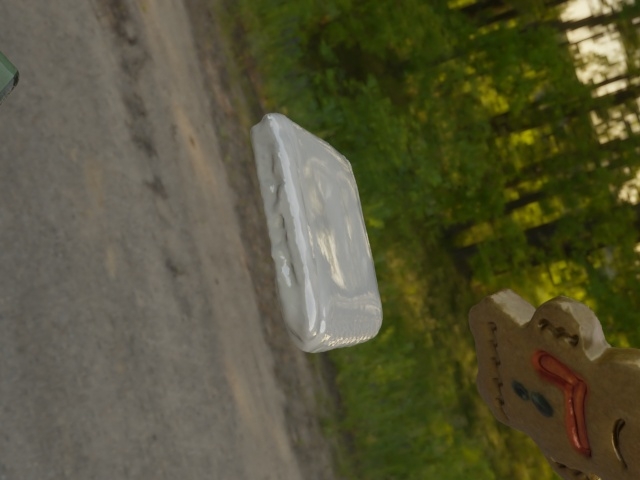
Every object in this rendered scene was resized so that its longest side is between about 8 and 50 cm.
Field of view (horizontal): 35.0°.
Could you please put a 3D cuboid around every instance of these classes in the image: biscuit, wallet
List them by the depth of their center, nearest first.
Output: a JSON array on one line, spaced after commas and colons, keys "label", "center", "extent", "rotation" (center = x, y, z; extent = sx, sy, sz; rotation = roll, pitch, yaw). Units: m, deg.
[{"label": "wallet", "center": [0.000, 0.000, 0.577], "extent": [0.183, 0.031, 0.124], "rotation": [9, 70, -75]}, {"label": "biscuit", "center": [0.186, 0.118, 0.687], "extent": [0.225, 0.036, 0.166], "rotation": [30, -39, 44]}]

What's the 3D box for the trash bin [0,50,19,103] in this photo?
[{"label": "trash bin", "center": [-0.454, -0.214, 0.851], "extent": [0.158, 0.223, 0.343], "rotation": [-57, 129, -32]}]
